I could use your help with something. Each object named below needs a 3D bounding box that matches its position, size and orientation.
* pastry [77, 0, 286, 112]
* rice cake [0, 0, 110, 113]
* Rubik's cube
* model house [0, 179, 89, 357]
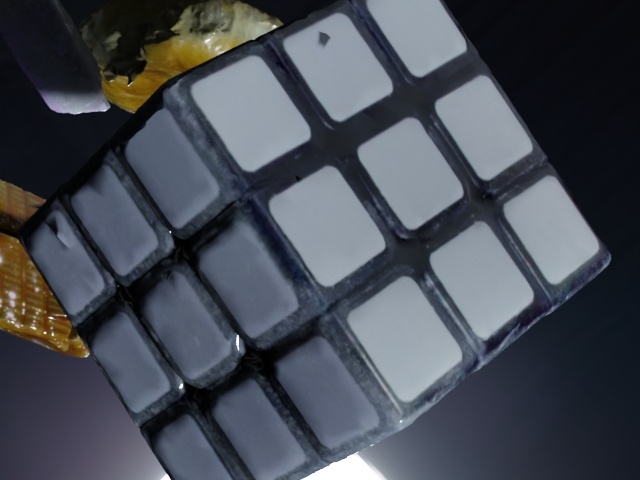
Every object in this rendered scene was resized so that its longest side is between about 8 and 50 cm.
[{"bbox_3d":[-0.143,-0.192,1.715,0.257,0.121,0.236,-3,153,25],"label":"pastry"},{"bbox_3d":[-0.311,-0.256,1.491,0.399,0.070,0.064,65,-175,-56],"label":"rice cake"},{"bbox_3d":[-0.011,0.006,1.225,0.304,0.301,0.305,55,141,3],"label":"Rubik's cube"},{"bbox_3d":[-0.396,0.028,1.921,0.219,0.200,0.229,9,169,8],"label":"model house"}]
